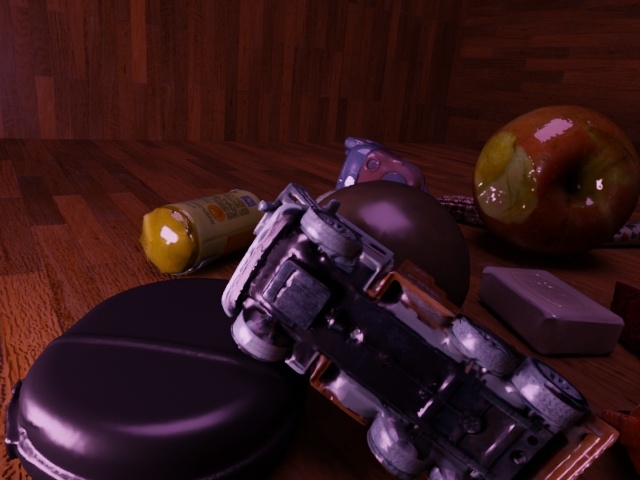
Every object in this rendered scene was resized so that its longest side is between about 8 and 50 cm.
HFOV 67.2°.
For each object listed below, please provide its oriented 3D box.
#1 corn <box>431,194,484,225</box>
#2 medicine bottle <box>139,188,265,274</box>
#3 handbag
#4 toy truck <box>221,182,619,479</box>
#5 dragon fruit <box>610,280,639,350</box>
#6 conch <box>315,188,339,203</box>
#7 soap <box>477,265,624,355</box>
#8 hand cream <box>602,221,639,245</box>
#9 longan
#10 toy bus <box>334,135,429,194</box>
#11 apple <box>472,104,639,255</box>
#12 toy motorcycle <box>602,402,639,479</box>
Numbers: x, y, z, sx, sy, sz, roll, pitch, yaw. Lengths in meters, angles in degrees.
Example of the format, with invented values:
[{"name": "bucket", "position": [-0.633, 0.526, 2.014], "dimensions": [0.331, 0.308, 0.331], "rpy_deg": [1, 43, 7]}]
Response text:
[{"name": "corn", "position": [0.401, -0.083, 1.298], "dimensions": [0.237, 0.079, 0.080], "rpy_deg": [13, 20, 30]}, {"name": "medicine bottle", "position": [-0.204, -0.019, 0.855], "dimensions": [0.124, 0.124, 0.239], "rpy_deg": [14, 21, 24]}, {"name": "handbag", "position": [-0.138, 0.125, 0.471], "dimensions": [0.254, 0.092, 0.308], "rpy_deg": [7, 18, 3]}, {"name": "toy truck", "position": [0.063, 0.078, 0.445], "dimensions": [0.338, 0.132, 0.184], "rpy_deg": [36, 15, 9]}, {"name": "dragon fruit", "position": [0.491, 0.128, 0.682], "dimensions": [0.107, 0.083, 0.162], "rpy_deg": [18, 9, -2]}, {"name": "conch", "position": [0.009, 0.006, 0.824], "dimensions": [0.131, 0.200, 0.172], "rpy_deg": [41, 20, -3]}, {"name": "soap", "position": [0.335, 0.101, 0.728], "dimensions": [0.122, 0.063, 0.183], "rpy_deg": [4, 19, -13]}, {"name": "hand cream", "position": [0.719, -0.014, 1.208], "dimensions": [0.276, 0.059, 0.095], "rpy_deg": [-3, 17, -11]}, {"name": "longan", "position": [0.091, 0.029, 0.650], "dimensions": [0.249, 0.248, 0.248], "rpy_deg": [5, 18, -2]}, {"name": "toy bus", "position": [0.155, -0.128, 1.185], "dimensions": [0.232, 0.197, 0.294], "rpy_deg": [22, 14, 10]}, {"name": "apple", "position": [0.507, -0.130, 1.076], "dimensions": [0.340, 0.339, 0.339], "rpy_deg": [5, 18, -2]}, {"name": "toy motorcycle", "position": [0.426, 0.189, 0.390], "dimensions": [0.326, 0.147, 0.221], "rpy_deg": [7, -4, 0]}]
